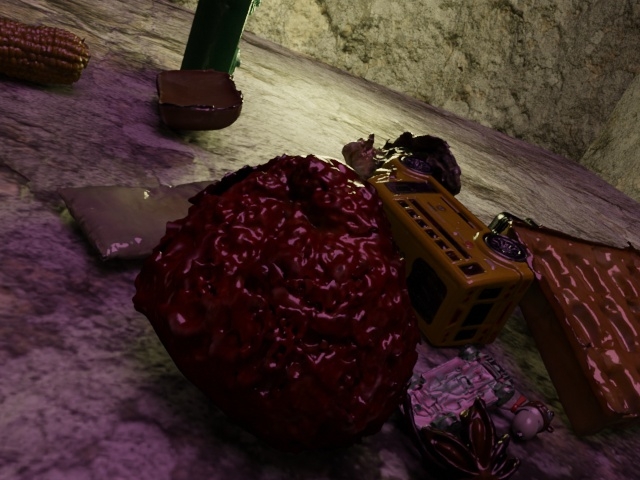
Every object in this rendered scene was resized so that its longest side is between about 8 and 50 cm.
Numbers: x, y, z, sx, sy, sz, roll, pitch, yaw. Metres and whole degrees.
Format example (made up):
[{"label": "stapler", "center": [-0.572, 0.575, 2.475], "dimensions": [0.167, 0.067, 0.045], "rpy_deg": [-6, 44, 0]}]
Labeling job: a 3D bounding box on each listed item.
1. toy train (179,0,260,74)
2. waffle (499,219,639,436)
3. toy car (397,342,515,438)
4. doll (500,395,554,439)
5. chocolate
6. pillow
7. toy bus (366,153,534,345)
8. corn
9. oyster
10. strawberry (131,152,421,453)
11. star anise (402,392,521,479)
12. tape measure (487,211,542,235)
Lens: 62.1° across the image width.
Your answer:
[{"label": "toy train", "center": [-0.229, -0.490, 1.239], "dimensions": [0.120, 0.300, 0.202], "rpy_deg": [21, 34, -11]}, {"label": "waffle", "center": [0.430, 0.120, 0.779], "dimensions": [0.348, 0.077, 0.304], "rpy_deg": [11, 48, -29]}, {"label": "toy car", "center": [0.142, 0.165, 0.566], "dimensions": [0.142, 0.055, 0.069], "rpy_deg": [-17, 47, -27]}, {"label": "doll", "center": [0.224, 0.192, 0.612], "dimensions": [0.058, 0.040, 0.085], "rpy_deg": [-8, 40, -33]}, {"label": "chocolate", "center": [-0.237, -0.266, 1.038], "dimensions": [0.161, 0.083, 0.261], "rpy_deg": [-2, 31, -14]}, {"label": "pillow", "center": [-0.188, -0.028, 0.657], "dimensions": [0.230, 0.050, 0.148], "rpy_deg": [-8, 36, -45]}, {"label": "toy bus", "center": [0.146, -0.003, 0.793], "dimensions": [0.151, 0.145, 0.331], "rpy_deg": [-3, 38, -29]}, {"label": "corn", "center": [-0.531, -0.314, 0.857], "dimensions": [0.292, 0.101, 0.101], "rpy_deg": [-2, 36, -38]}, {"label": "oyster", "center": [0.159, -0.101, 0.978], "dimensions": [0.100, 0.271, 0.275], "rpy_deg": [-24, 86, -32]}, {"label": "strawberry", "center": [-0.024, 0.034, 0.485], "dimensions": [0.274, 0.220, 0.274], "rpy_deg": [21, 21, -9]}, {"label": "star anise", "center": [0.119, 0.188, 0.477], "dimensions": [0.097, 0.070, 0.190], "rpy_deg": [-16, 61, -15]}, {"label": "tape measure", "center": [0.382, 0.028, 0.969], "dimensions": [0.186, 0.112, 0.199], "rpy_deg": [23, 19, -24]}]
